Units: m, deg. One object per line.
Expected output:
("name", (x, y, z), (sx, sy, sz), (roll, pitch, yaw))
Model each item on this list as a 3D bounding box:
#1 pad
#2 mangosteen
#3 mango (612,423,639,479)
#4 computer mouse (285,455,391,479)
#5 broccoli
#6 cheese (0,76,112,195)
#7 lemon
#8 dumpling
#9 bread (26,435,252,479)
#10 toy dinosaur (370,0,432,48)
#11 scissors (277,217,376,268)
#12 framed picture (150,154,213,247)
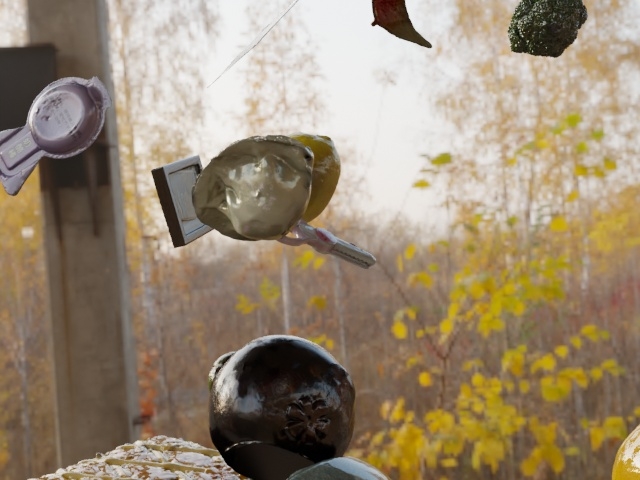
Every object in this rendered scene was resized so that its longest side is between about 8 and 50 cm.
("pad", (-0.107, -0.356, 1.716), (0.156, 0.004, 0.232), (-30, 19, 44))
("mangosteen", (-0.079, 0.302, 1.721), (0.288, 0.233, 0.287), (3, -34, 2))
("mango", (0.481, 0.261, 1.195), (0.257, 0.187, 0.138), (-37, -33, 16))
("computer mouse", (0.045, 0.432, 1.507), (0.114, 0.203, 0.374), (-33, -16, 25))
("broccoli", (0.448, -0.436, 1.969), (0.146, 0.162, 0.138), (28, 19, -16))
("cheese", (-0.359, -0.147, 1.299), (0.191, 0.105, 0.042), (-31, -12, 9))
("lemon", (-0.047, -0.126, 1.995), (0.170, 0.207, 0.170), (27, -3, 2))
("dumpling", (-0.101, -0.067, 1.427), (0.173, 0.142, 0.247), (9, -38, -14))
("bread", (-0.325, 0.560, 1.856), (0.390, 0.279, 0.371), (2, 11, 40))
("toy dinosaur", (0.147, -0.543, 1.932), (0.206, 0.327, 0.113), (-41, -9, 34))
("scissors", (0.000, 0.000, 1.884), (0.242, 0.030, 0.118), (25, 28, -19))
("framed picture", (-0.215, -0.066, 1.580), (0.023, 0.127, 0.168), (-14, 8, 15))
